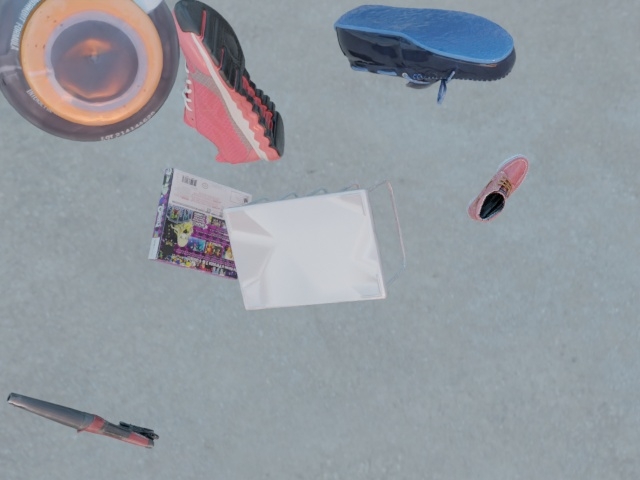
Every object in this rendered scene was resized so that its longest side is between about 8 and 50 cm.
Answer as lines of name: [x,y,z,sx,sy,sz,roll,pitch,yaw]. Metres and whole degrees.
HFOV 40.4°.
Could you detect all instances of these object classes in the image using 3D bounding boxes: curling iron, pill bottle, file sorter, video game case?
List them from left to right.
pill bottle: [-0.178,-0.146,0.651,0.131,0.130,0.246,-27,23,-10]
curling iron: [-0.378,0.293,1.397,0.068,0.274,0.035,0,70,47]
video game case: [-0.269,-0.034,1.984,0.042,0.232,0.210,-1,77,46]
file sorter: [0.000,0.000,1.597,0.278,0.192,0.173,-7,12,25]

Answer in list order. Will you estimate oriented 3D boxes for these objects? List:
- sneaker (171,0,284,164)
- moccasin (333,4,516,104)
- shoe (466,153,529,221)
sneaker: [-0.173,-0.228,1.368,0.136,0.313,0.115,-14,43,18]
moccasin: [0.175,-0.308,1.424,0.138,0.116,0.342,-37,42,-26]
shoe: [0.386,-0.108,1.843,0.178,0.063,0.081,-47,10,2]
